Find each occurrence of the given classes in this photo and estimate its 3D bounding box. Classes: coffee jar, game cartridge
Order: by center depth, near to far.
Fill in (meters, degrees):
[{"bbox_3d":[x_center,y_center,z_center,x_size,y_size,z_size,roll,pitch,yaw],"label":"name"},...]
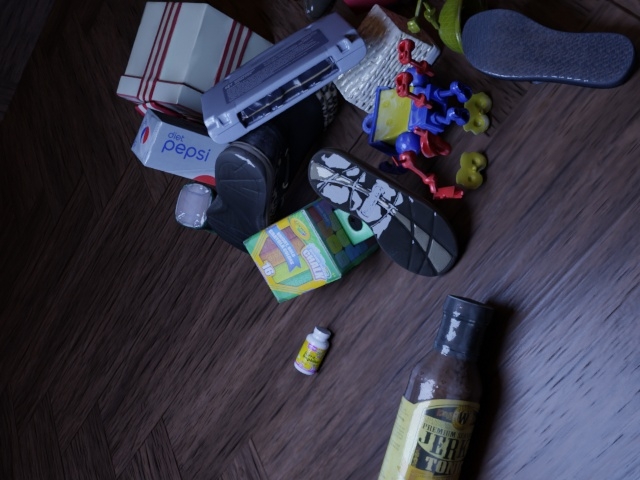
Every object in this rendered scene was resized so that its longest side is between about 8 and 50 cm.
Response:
[{"bbox_3d":[-0.071,-0.286,1.203,0.294,0.060,0.196,-30,35,6],"label":"game cartridge"},{"bbox_3d":[-0.238,-0.065,1.494,0.079,0.184,0.096,14,88,14],"label":"coffee jar"}]

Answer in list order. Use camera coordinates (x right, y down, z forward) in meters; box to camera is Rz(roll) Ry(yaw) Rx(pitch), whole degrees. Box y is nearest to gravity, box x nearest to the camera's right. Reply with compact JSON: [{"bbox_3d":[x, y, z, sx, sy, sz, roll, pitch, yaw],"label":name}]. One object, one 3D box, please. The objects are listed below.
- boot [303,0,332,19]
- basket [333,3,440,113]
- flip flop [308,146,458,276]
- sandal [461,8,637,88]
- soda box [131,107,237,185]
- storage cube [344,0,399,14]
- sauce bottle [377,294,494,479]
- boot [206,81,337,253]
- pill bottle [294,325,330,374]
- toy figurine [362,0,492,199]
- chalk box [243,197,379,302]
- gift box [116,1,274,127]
[{"bbox_3d":[0.042,-0.542,1.387,0.106,0.082,0.219,35,103,51],"label":"boot"},{"bbox_3d":[0.107,-0.313,1.228,0.167,0.103,0.113,-52,45,26],"label":"basket"},{"bbox_3d":[0.103,-0.053,1.100,0.277,0.080,0.112,36,117,9],"label":"flip flop"},{"bbox_3d":[0.317,-0.263,0.996,0.255,0.054,0.097,25,97,31],"label":"sandal"},{"bbox_3d":[-0.230,-0.174,1.428,0.091,0.286,0.098,42,111,48],"label":"soda box"},{"bbox_3d":[0.100,-0.534,1.197,0.184,0.193,0.214,-8,73,26],"label":"storage cube"},{"bbox_3d":[0.164,0.249,0.991,0.111,0.112,0.344,18,94,50],"label":"sauce bottle"},{"bbox_3d":[-0.094,-0.151,1.351,0.284,0.138,0.377,-58,-8,-26],"label":"boot"},{"bbox_3d":[-0.012,0.198,1.258,0.043,0.043,0.083,38,108,47],"label":"pill bottle"},{"bbox_3d":[0.132,-0.239,1.124,0.217,0.191,0.362,-7,73,53],"label":"toy figurine"},{"bbox_3d":[0.000,0.000,1.200,0.213,0.132,0.132,-27,94,42],"label":"chalk box"},{"bbox_3d":[-0.291,-0.373,1.591,0.276,0.255,0.258,16,89,44],"label":"gift box"}]
